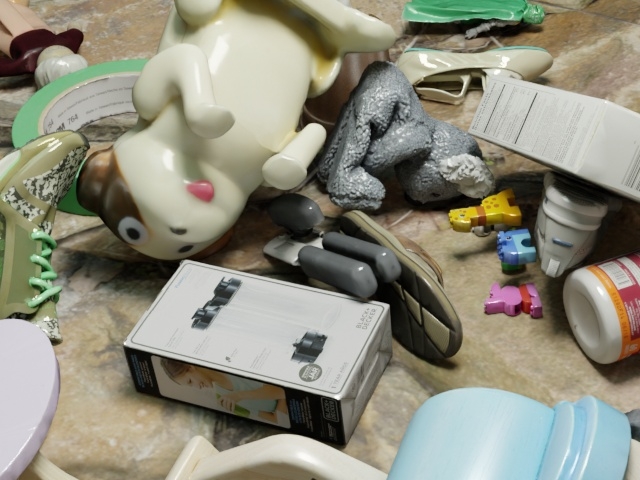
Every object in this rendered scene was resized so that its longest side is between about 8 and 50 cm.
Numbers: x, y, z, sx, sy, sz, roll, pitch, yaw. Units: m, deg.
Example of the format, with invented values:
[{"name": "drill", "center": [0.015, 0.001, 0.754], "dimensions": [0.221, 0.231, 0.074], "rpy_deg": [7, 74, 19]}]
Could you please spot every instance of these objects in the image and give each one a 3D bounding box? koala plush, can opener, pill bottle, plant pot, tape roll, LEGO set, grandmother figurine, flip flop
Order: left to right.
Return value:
[{"name": "grandmother figurine", "center": [-0.504, -0.339, 2.089], "dimensions": [0.208, 0.104, 0.342], "rpy_deg": [-35, 44, -17]}, {"name": "tape roll", "center": [-0.314, -0.168, 1.876], "dimensions": [0.321, 0.077, 0.321], "rpy_deg": [-4, 41, 3]}, {"name": "can opener", "center": [0.000, 0.000, 1.570], "dimensions": [0.076, 0.095, 0.283], "rpy_deg": [-30, 20, -20]}, {"name": "plant pot", "center": [0.042, -0.254, 1.858], "dimensions": [0.167, 0.165, 0.167], "rpy_deg": [-4, 41, 4]}, {"name": "flip flop", "center": [0.111, 0.046, 1.557], "dimensions": [0.080, 0.112, 0.277], "rpy_deg": [-9, 33, -25]}, {"name": "koala plush", "center": [0.135, -0.128, 1.696], "dimensions": [0.221, 0.203, 0.196], "rpy_deg": [19, 14, -11]}, {"name": "LEGO set", "center": [0.222, 0.000, 1.596], "dimensions": [0.093, 0.087, 0.227], "rpy_deg": [-8, 39, -1]}, {"name": "pill bottle", "center": [0.419, 0.062, 1.467], "dimensions": [0.221, 0.121, 0.121], "rpy_deg": [-17, 41, -12]}]

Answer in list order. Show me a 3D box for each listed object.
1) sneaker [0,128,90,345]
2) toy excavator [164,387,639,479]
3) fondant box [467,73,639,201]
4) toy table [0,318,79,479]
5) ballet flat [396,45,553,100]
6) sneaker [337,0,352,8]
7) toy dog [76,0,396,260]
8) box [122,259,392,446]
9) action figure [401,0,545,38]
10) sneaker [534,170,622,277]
[{"name": "sneaker", "center": [-0.378, 0.057, 1.512], "dimensions": [0.182, 0.158, 0.410], "rpy_deg": [29, 85, 9]}, {"name": "toy excavator", "center": [0.092, 0.258, 1.179], "dimensions": [0.445, 0.433, 0.222], "rpy_deg": [31, 47, 0]}, {"name": "fondant box", "center": [0.363, -0.114, 1.528], "dimensions": [0.238, 0.096, 0.330], "rpy_deg": [20, 8, -18]}, {"name": "toy table", "center": [-0.370, 0.241, 1.338], "dimensions": [0.252, 0.161, 0.274], "rpy_deg": [13, 45, 21]}, {"name": "ballet flat", "center": [0.244, -0.259, 1.915], "dimensions": [0.248, 0.086, 0.086], "rpy_deg": [0, 41, 11]}, {"name": "sneaker", "center": [-0.021, -0.430, 2.155], "dimensions": [0.152, 0.061, 0.054], "rpy_deg": [-7, 42, 2]}, {"name": "toy dog", "center": [-0.162, -0.172, 1.617], "dimensions": [0.395, 0.284, 0.408], "rpy_deg": [17, 79, 49]}, {"name": "box", "center": [-0.074, 0.132, 1.481], "dimensions": [0.290, 0.087, 0.169], "rpy_deg": [11, 44, 19]}, {"name": "action figure", "center": [0.270, -0.393, 2.068], "dimensions": [0.232, 0.063, 0.137], "rpy_deg": [7, 40, 21]}, {"name": "sneaker", "center": [0.313, -0.019, 1.548], "dimensions": [0.105, 0.115, 0.281], "rpy_deg": [24, 12, 16]}]
